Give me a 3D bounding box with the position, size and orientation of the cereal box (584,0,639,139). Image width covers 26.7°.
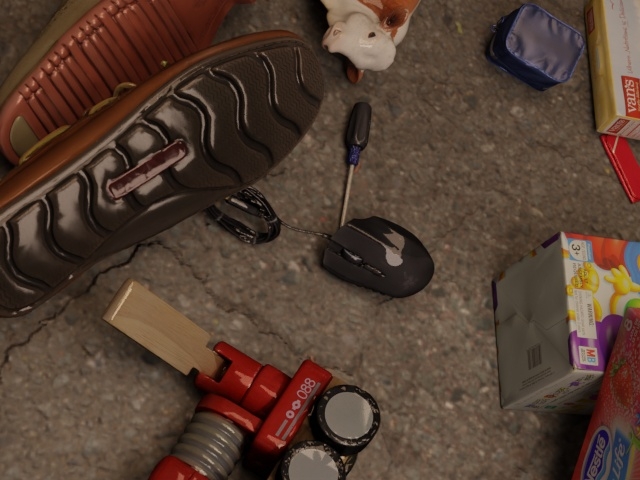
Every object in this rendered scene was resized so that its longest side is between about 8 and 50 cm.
[{"bbox_3d":[0.423,-0.187,1.550,0.240,0.047,0.173,9,63,-18],"label":"cereal box"}]

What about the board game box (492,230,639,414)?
[{"bbox_3d":[0.330,0.094,1.348,0.275,0.144,0.142,7,67,-20],"label":"board game box"}]

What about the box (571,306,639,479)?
[{"bbox_3d":[0.327,0.226,1.208,0.154,0.142,0.300,7,107,-19],"label":"box"}]

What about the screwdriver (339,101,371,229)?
[{"bbox_3d":[0.031,-0.064,1.356,0.024,0.025,0.170,16,64,-16],"label":"screwdriver"}]

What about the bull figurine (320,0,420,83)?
[{"bbox_3d":[0.058,-0.310,1.421,0.188,0.101,0.310,41,61,-1],"label":"bull figurine"}]

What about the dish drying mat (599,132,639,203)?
[{"bbox_3d":[0.341,-0.083,1.500,0.032,0.008,0.083,-17,77,-28],"label":"dish drying mat"}]

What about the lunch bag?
[{"bbox_3d":[0.230,-0.211,1.474,0.098,0.065,0.067,31,77,-9],"label":"lunch bag"}]

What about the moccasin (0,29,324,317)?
[{"bbox_3d":[-0.163,-0.069,1.199,0.380,0.147,0.139,-39,119,-13],"label":"moccasin"}]

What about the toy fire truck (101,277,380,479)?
[{"bbox_3d":[-0.098,0.167,1.153,0.246,0.158,0.217,32,61,5],"label":"toy fire truck"}]

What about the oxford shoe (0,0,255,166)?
[{"bbox_3d":[-0.184,-0.225,1.295,0.146,0.140,0.397,27,63,34],"label":"oxford shoe"}]

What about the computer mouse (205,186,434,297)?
[{"bbox_3d":[0.000,0.000,1.290,0.242,0.071,0.041,18,28,-14],"label":"computer mouse"}]
